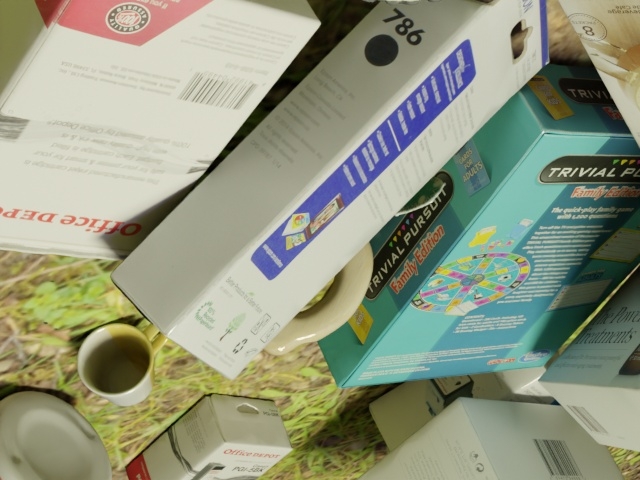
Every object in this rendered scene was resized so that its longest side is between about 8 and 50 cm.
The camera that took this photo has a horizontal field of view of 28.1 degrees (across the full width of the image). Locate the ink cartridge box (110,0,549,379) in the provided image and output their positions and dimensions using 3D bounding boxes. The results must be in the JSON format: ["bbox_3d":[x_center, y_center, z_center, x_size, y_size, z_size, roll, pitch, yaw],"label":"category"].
[{"bbox_3d":[0.018,-0.055,0.858,0.332,0.065,0.165,-44,160,-4],"label":"ink cartridge box"}]

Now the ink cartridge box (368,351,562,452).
[{"bbox_3d":[0.169,0.175,1.379,0.190,0.082,0.139,-35,148,13],"label":"ink cartridge box"}]

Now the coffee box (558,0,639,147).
[{"bbox_3d":[0.279,-0.127,0.873,0.246,0.141,0.098,47,62,-43],"label":"coffee box"}]

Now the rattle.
[{"bbox_3d":[0.000,0.000,1.008,0.200,0.130,0.143,-49,163,-12],"label":"rattle"}]

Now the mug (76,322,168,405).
[{"bbox_3d":[-0.157,0.106,1.061,0.078,0.062,0.064,-16,156,-4],"label":"mug"}]

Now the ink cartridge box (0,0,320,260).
[{"bbox_3d":[-0.131,-0.092,0.748,0.158,0.092,0.218,8,134,-42],"label":"ink cartridge box"}]

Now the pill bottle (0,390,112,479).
[{"bbox_3d":[-0.291,0.237,1.097,0.221,0.124,0.124,-41,146,26],"label":"pill bottle"}]

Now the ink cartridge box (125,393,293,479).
[{"bbox_3d":[-0.109,0.215,1.259,0.099,0.056,0.135,14,131,-46],"label":"ink cartridge box"}]

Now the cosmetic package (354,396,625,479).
[{"bbox_3d":[0.162,0.279,1.316,0.224,0.138,0.224,12,133,-45],"label":"cosmetic package"}]

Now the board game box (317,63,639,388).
[{"bbox_3d":[0.177,-0.005,1.113,0.253,0.079,0.336,-2,141,-35],"label":"board game box"}]

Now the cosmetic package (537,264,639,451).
[{"bbox_3d":[0.358,0.047,1.052,0.284,0.097,0.377,-45,-177,-10],"label":"cosmetic package"}]

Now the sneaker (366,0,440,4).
[{"bbox_3d":[0.126,-0.215,0.747,0.275,0.107,0.110,-17,135,-18],"label":"sneaker"}]
